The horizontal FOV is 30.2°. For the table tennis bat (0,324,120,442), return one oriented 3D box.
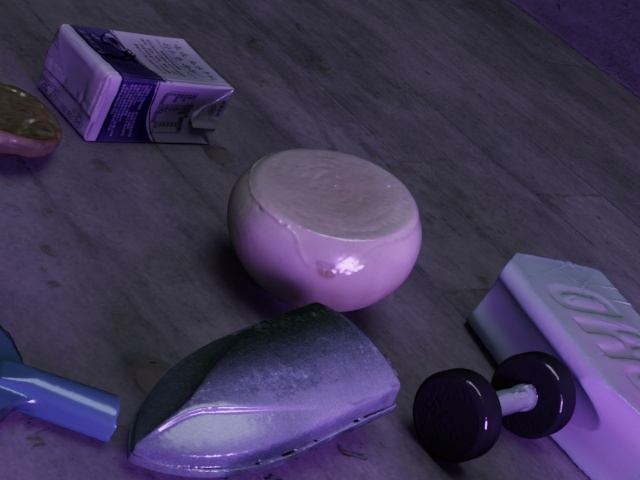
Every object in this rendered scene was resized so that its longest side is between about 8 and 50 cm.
[{"bbox_3d":[-0.331,0.105,1.010,0.329,0.044,0.215,19,26,-14],"label":"table tennis bat"}]

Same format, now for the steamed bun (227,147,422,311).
[{"bbox_3d":[0.000,0.000,1.402,0.231,0.145,0.232,10,34,-7],"label":"steamed bun"}]

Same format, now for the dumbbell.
[{"bbox_3d":[0.194,0.181,1.312,0.191,0.100,0.100,-4,40,-47],"label":"dumbbell"}]

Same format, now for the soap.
[{"bbox_3d":[0.346,0.169,1.468,0.208,0.115,0.347,10,31,-32],"label":"soap"}]

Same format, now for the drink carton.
[{"bbox_3d":[-0.244,-0.207,1.595,0.222,0.102,0.134,-4,38,-47],"label":"drink carton"}]

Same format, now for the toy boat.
[{"bbox_3d":[-0.059,0.152,1.138,0.319,0.092,0.141,-16,50,-46],"label":"toy boat"}]

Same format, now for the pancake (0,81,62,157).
[{"bbox_3d":[-0.422,-0.157,1.392,0.241,0.050,0.242,25,17,-8],"label":"pancake"}]
